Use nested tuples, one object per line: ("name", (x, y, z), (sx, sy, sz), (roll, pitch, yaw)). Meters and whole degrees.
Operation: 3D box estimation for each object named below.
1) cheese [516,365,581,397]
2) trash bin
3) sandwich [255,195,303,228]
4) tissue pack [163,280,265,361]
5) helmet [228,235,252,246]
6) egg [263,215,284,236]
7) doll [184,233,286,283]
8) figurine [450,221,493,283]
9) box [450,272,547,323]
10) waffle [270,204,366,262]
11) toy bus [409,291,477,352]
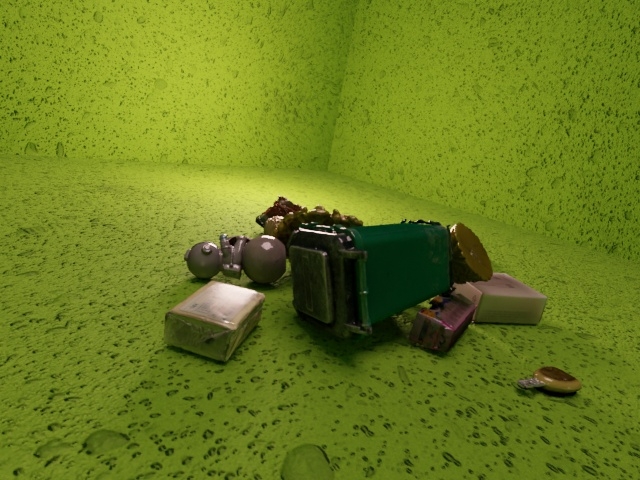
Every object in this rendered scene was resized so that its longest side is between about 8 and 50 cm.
("cheese", (0.507, 0.320, 0.965), (0.162, 0.036, 0.086), (3, 17, -26))
("trash bin", (0.140, 0.067, 1.048), (0.381, 0.259, 0.295), (-11, 11, -31))
("sandwich", (-0.135, -0.081, 1.744), (0.235, 0.159, 0.079), (28, 8, -11))
("tissue pack", (-0.224, 0.168, 0.926), (0.148, 0.092, 0.196), (14, 15, 10))
("helmet", (-0.264, 0.036, 1.413), (0.111, 0.057, 0.089), (11, 51, -16))
("egg", (-0.148, -0.033, 1.613), (0.140, 0.116, 0.118), (17, -11, 7))
("doll", (-0.245, 0.057, 1.232), (0.287, 0.151, 0.151), (-1, 18, -13))
("figurine", (0.316, 0.089, 1.267), (0.187, 0.168, 0.315), (14, -32, -44))
("box", (0.543, 0.178, 1.361), (0.252, 0.106, 0.203), (6, 15, -18))
("waffle", (0.000, 0.000, 1.322), (0.302, 0.325, 0.068), (26, 46, -27))
("toy bus", (0.332, 0.209, 1.140), (0.112, 0.090, 0.274), (22, 19, 28))
